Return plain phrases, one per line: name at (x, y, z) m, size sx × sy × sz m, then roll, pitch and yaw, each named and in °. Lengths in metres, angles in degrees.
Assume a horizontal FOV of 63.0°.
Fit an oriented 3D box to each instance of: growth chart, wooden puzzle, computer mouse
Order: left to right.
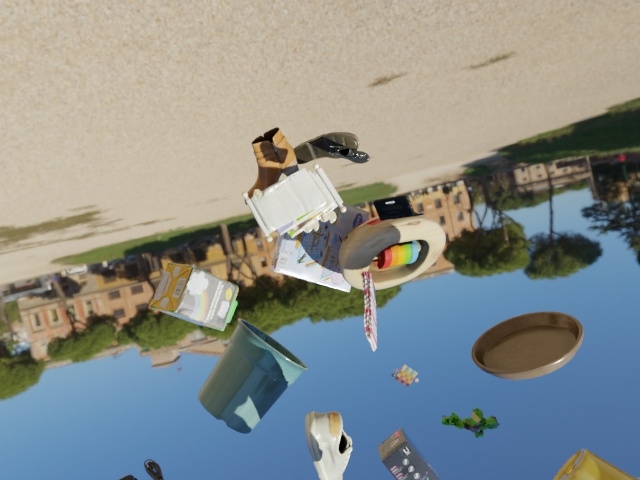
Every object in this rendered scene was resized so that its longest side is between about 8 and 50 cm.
computer mouse at (-0.546, 0.765, 1.513) m, size 0.262 × 0.184 × 0.060 m, roll -8°, pitch 133°, yaw -57°
growth chart at (-0.067, -0.094, 1.367) m, size 0.237 × 0.172 × 0.021 m, roll -24°, pitch 179°, yaw 0°
wooden puzzle at (0.243, 0.383, 1.484) m, size 0.049 × 0.083 × 0.006 m, roll -56°, pitch -167°, yaw 2°

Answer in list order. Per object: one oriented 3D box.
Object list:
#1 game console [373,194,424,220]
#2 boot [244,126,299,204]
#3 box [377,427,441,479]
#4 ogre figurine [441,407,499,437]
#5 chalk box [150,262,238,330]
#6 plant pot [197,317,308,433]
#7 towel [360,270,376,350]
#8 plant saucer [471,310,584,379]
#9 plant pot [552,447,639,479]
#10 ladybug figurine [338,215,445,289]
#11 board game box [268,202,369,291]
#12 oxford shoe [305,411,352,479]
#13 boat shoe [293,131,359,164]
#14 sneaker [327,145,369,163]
game console at (0.242, -0.101, 1.614) m, size 0.122 × 0.107 × 0.071 m, roll -8°, pitch -151°, yaw 37°
boot at (-0.218, -0.287, 2.039) m, size 0.283 × 0.220 × 0.109 m, roll -38°, pitch -133°, yaw -12°
box at (0.387, 0.975, 2.241) m, size 0.143 × 0.270 × 0.165 m, roll -39°, pitch 180°, yaw 0°
ogre figurine at (0.535, 0.637, 1.831) m, size 0.197 × 0.097 × 0.118 m, roll -35°, pitch 137°, yaw 28°
chalk box at (-0.323, 0.161, 1.427) m, size 0.132 × 0.133 × 0.213 m, roll 3°, pitch 158°, yaw 43°
plant pot at (-0.280, 0.538, 2.042) m, size 0.334 × 0.341 × 0.341 m, roll -54°, pitch -171°, yaw -6°
towel at (0.136, 0.199, 1.458) m, size 0.029 × 0.197 × 0.144 m, roll -4°, pitch 154°, yaw 11°
plant saucer at (0.521, 0.266, 1.322) m, size 0.277 × 0.041 × 0.278 m, roll -23°, pitch -168°, yaw 5°
plant pot at (0.820, 0.751, 1.516) m, size 0.254 × 0.239 × 0.254 m, roll -39°, pitch 155°, yaw -22°
ladybug figurine at (0.248, 0.024, 1.859) m, size 0.448 × 0.305 × 0.162 m, roll -6°, pitch -139°, yaw -31°
board game box at (0.000, 0.000, 1.937) m, size 0.317 × 0.319 × 0.066 m, roll 18°, pitch 173°, yaw -24°
oxford shoe at (0.047, 0.713, 1.767) m, size 0.129 × 0.450 × 0.169 m, roll -10°, pitch -135°, yaw 3°
boat shoe at (0.027, -0.397, 2.162) m, size 0.307 × 0.111 × 0.104 m, roll -4°, pitch -155°, yaw 27°
sneaker at (0.113, -0.337, 2.041) m, size 0.170 × 0.051 × 0.089 m, roll 13°, pitch -174°, yaw -3°
